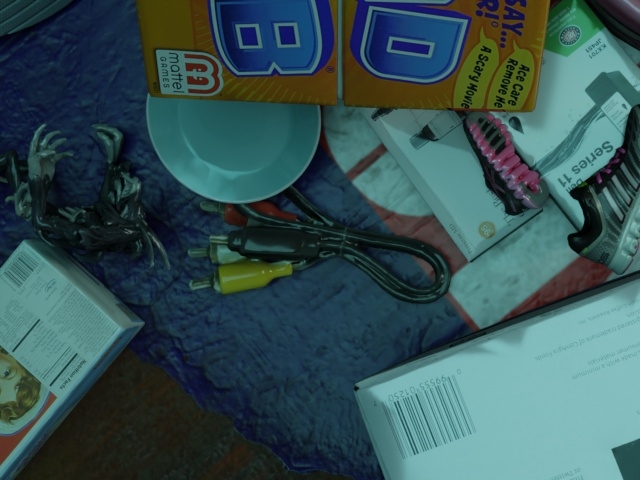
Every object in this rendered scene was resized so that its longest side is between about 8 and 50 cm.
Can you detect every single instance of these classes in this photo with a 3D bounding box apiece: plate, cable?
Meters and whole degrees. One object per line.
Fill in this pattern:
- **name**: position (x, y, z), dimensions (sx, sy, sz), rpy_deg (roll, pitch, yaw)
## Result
- **plate**: position (-0.090, -0.132, 1.444), dimensions (0.188, 0.024, 0.188), rpy_deg (3, 107, 8)
- **cable**: position (0.000, 0.000, 1.493), dimensions (0.287, 0.072, 0.139), rpy_deg (6, 74, -2)

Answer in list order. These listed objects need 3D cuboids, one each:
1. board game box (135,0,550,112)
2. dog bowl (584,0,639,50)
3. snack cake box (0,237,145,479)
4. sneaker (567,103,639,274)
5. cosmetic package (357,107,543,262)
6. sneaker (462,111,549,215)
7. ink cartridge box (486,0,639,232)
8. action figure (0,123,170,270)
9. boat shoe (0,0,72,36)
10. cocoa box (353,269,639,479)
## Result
- **board game box**: position (0.028, -0.370, 1.231), dimensions (0.356, 0.356, 0.356), rpy_deg (3, 48, 4)
- **dog bowl**: position (0.404, -0.358, 1.316), dimensions (0.408, 0.150, 0.408), rpy_deg (4, 103, 16)
- **snack cake box**: position (-0.340, 0.144, 1.520), dimensions (0.152, 0.089, 0.264), rpy_deg (41, 97, 6)
- **sneaker**: position (0.284, -0.054, 1.335), dimensions (0.074, 0.063, 0.170), rpy_deg (13, 100, 1)
- **cosmetic package**: position (0.127, -0.100, 1.453), dimensions (0.099, 0.060, 0.239), rpy_deg (-37, 84, 9)
- **sneaker**: position (0.177, -0.074, 1.386), dimensions (0.047, 0.057, 0.119), rpy_deg (-32, 86, -33)
- **ink cartridge box**: position (0.270, -0.126, 1.414), dimensions (0.153, 0.087, 0.208), rpy_deg (-39, 85, 8)
- **action figure**: position (-0.278, -0.061, 1.477), dimensions (0.275, 0.164, 0.141), rpy_deg (20, 98, 15)
- **boat shoe**: position (-0.295, -0.330, 1.517), dimensions (0.302, 0.109, 0.094), rpy_deg (-32, 69, 0)
- **cocoa box**: position (0.242, 0.179, 1.347), dimensions (0.347, 0.228, 0.231), rpy_deg (-22, 86, 9)
